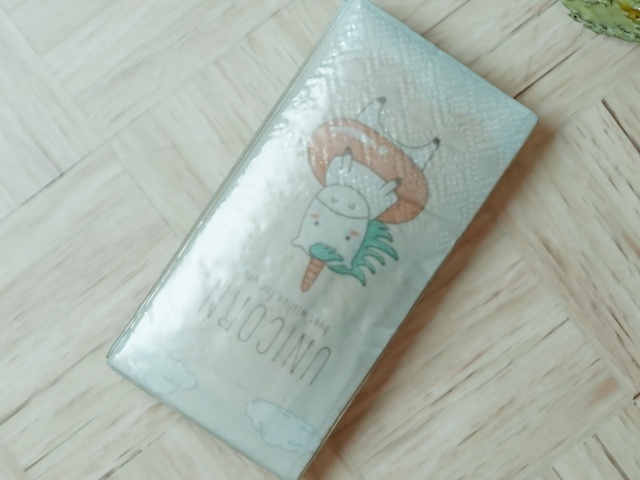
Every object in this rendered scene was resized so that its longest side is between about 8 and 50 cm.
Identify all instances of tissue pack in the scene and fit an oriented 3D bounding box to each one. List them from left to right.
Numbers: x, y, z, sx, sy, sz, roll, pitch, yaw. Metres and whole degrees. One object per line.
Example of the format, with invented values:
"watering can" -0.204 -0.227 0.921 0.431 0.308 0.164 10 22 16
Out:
"tissue pack" 0.000 0.000 1.132 0.170 0.071 0.325 34 89 -6

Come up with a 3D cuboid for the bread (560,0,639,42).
"bread" 0.246 -0.316 1.047 0.248 0.315 0.279 15 69 34
